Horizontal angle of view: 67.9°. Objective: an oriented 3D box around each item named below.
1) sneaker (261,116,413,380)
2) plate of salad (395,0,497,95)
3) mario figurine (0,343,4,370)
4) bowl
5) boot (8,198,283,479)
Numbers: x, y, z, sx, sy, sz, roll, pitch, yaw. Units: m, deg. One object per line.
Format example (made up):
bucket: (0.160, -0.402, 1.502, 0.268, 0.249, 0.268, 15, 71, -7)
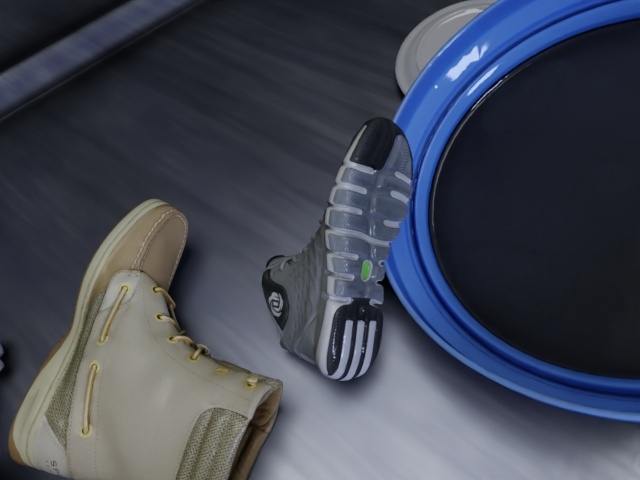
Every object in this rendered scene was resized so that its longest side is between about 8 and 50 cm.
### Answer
sneaker: (0.000, 0.000, 0.437, 0.132, 0.086, 0.228, 5, 79, 48)
plate of salad: (0.196, -0.226, 0.599, 0.200, 0.048, 0.199, -7, 63, 15)
mario figurine: (-0.369, 0.200, 0.413, 0.321, 0.170, 0.198, 26, 102, 33)
bowl: (0.230, -0.059, 0.384, 0.391, 0.077, 0.390, -16, 61, 32)
boot: (-0.124, 0.092, 0.428, 0.204, 0.095, 0.261, 11, 63, 16)
